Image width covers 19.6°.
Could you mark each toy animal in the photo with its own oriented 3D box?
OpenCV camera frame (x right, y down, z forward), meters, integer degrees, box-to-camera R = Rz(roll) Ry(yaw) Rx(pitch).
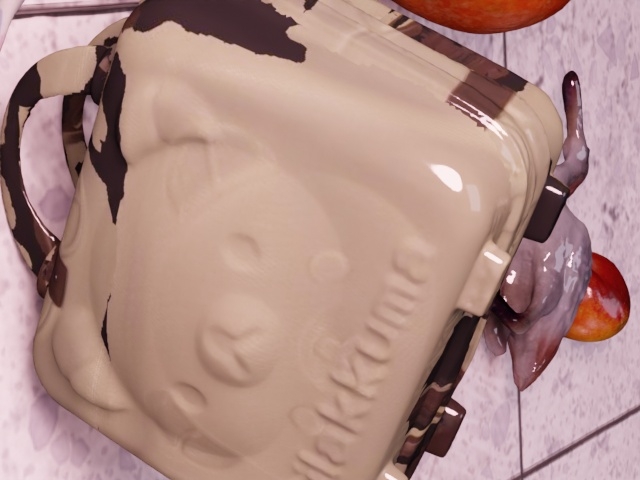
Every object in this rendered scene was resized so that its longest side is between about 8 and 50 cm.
[{"bbox_3d":[0.216,0.007,1.798,0.324,0.090,0.195,-53,137,-38],"label":"toy animal"}]

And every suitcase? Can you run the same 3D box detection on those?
[{"bbox_3d":[-0.053,0.000,1.161,0.194,0.339,0.351,-42,159,-52],"label":"suitcase"}]

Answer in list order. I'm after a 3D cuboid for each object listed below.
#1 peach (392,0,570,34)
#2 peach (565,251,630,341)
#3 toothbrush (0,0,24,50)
[{"bbox_3d":[0.151,-0.290,1.529,0.232,0.257,0.232,5,84,-60],"label":"peach"},{"bbox_3d":[0.270,0.058,1.881,0.101,0.101,0.100,-5,96,-58],"label":"peach"},{"bbox_3d":[-0.171,-0.214,1.237,0.027,0.021,0.269,46,53,-33],"label":"toothbrush"}]
